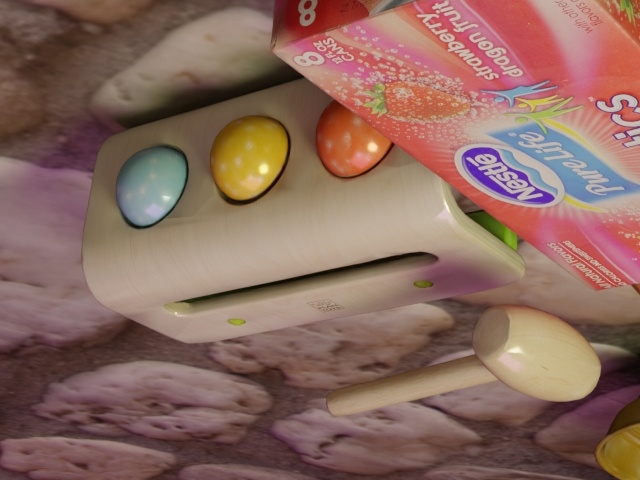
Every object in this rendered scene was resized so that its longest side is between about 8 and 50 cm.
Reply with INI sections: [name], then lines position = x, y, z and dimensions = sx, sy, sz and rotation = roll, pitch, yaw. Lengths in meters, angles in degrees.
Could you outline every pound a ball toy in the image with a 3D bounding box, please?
[pound a ball toy]
position = 0.000, 0.000, 0.987
dimensions = 0.319, 0.208, 0.136
rotation = -12, 150, 36

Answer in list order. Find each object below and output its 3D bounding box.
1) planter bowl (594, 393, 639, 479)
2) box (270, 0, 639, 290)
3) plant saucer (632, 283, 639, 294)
[planter bowl]
position = 0.333, 0.137, 1.344
dimensions = 0.217, 0.090, 0.217
rotation = 5, 155, 3
[box]
position = 0.128, -0.100, 0.818
dimensions = 0.154, 0.142, 0.300
rotation = -12, 149, 36
[plant saucer]
position = 0.252, -0.009, 0.989
dimensions = 0.200, 0.037, 0.200
rotation = 20, 133, 23
